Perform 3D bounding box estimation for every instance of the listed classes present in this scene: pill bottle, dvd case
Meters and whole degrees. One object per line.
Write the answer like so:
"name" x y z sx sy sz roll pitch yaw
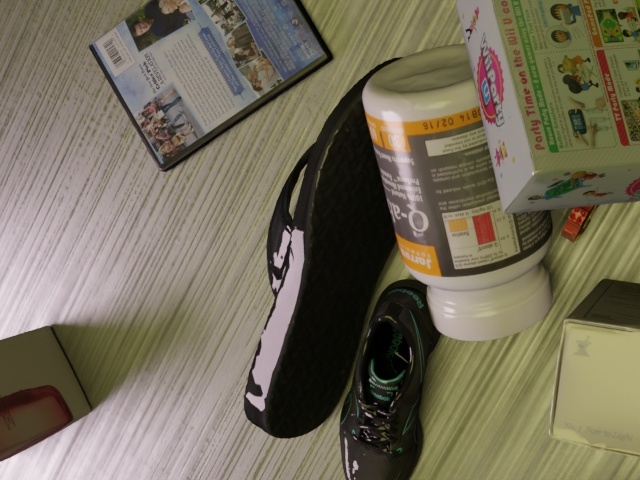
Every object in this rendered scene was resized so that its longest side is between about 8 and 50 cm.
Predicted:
"pill bottle" 0.149 -0.048 1.319 0.162 0.162 0.278 -7 115 19
"dvd case" -0.132 -0.220 1.509 0.253 0.022 0.180 -32 85 18

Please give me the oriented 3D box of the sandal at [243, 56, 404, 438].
"sandal" -0.002 0.001 1.420 0.107 0.167 0.446 30 106 39

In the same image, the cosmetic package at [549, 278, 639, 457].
"cosmetic package" 0.322 0.117 1.231 0.160 0.309 0.113 10 99 18

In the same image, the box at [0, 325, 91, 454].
"box" -0.405 0.203 1.525 0.148 0.232 0.127 -30 85 19

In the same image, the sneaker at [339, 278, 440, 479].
"sneaker" 0.064 0.176 1.428 0.101 0.106 0.267 12 105 16

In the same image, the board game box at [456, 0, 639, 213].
"board game box" 0.298 -0.155 1.177 0.303 0.097 0.224 -5 70 -12

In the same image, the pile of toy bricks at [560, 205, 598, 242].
"pile of toy bricks" 0.275 -0.111 1.335 0.118 0.105 0.212 30 103 14
